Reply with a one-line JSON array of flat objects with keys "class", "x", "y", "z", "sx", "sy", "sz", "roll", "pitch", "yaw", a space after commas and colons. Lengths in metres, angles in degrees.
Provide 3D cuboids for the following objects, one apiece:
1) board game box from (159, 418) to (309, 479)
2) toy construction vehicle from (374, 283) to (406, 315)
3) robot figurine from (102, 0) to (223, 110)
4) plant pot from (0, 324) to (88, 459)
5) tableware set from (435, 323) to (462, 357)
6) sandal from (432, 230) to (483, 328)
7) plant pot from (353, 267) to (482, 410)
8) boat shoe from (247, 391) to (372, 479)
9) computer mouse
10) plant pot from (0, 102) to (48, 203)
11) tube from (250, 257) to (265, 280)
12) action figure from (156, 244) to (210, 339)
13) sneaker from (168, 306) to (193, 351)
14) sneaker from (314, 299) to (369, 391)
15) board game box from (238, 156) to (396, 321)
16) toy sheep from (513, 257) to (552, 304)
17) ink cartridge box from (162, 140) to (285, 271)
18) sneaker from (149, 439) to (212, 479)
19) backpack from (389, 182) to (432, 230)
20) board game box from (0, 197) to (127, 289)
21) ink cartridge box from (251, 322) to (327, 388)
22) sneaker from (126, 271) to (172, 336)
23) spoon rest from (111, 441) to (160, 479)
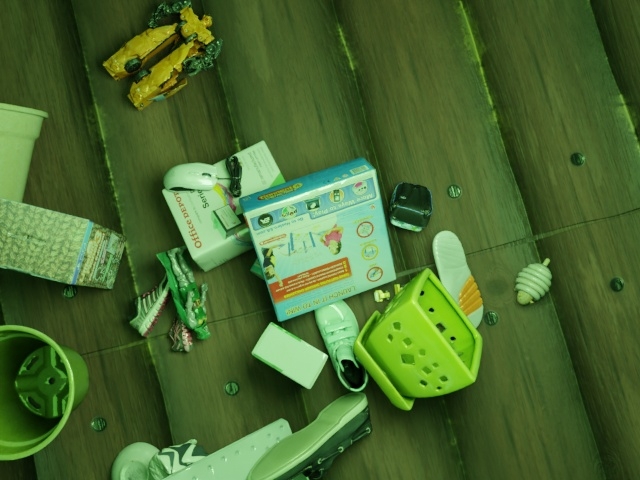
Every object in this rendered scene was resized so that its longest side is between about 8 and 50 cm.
[{"class": "board game box", "x": -0.163, "y": 0.648, "z": 1.431, "sx": 0.389, "sy": 0.050, "sz": 0.390, "roll": -16, "pitch": 82, "yaw": -43}, {"class": "toy construction vehicle", "x": 0.184, "y": 0.152, "z": 1.617, "sx": 0.098, "sy": 0.035, "sz": 0.086, "roll": -4, "pitch": 83, "yaw": -1}, {"class": "robot figurine", "x": -0.391, "y": -0.475, "z": 1.659, "sx": 0.291, "sy": 0.085, "sz": 0.211, "roll": -38, "pitch": 85, "yaw": -4}, {"class": "plant pot", "x": -0.652, "y": 0.330, "z": 1.475, "sx": 0.275, "sy": 0.254, "sz": 0.276, "roll": 0, "pitch": 83, "yaw": -1}, {"class": "tableware set", "x": 0.293, "y": 0.278, "z": 1.611, "sx": 0.168, "sy": 0.020, "sz": 0.141, "roll": 34, "pitch": 84, "yaw": 4}, {"class": "sandal", "x": 0.323, "y": 0.102, "z": 1.603, "sx": 0.101, "sy": 0.076, "sz": 0.266, "roll": -17, "pitch": 97, "yaw": -19}, {"class": "plant pot", "x": 0.215, "y": 0.232, "z": 1.484, "sx": 0.207, "sy": 0.227, "sz": 0.228, "roll": -38, "pitch": 91, "yaw": 23}, {"class": "boat shoe", "x": -0.009, "y": 0.487, "z": 1.504, "sx": 0.340, "sy": 0.127, "sz": 0.113, "roll": -32, "pitch": 105, "yaw": -35}, {"class": "computer mouse", "x": -0.278, "y": -0.148, "z": 1.525, "sx": 0.192, "sy": 0.042, "sz": 0.106, "roll": -2, "pitch": 71, "yaw": 5}, {"class": "plant pot", "x": -0.822, "y": -0.164, "z": 1.522, "sx": 0.333, "sy": 0.334, "sz": 0.306, "roll": 6, "pitch": 95, "yaw": 0}, {"class": "tube", "x": -0.099, "y": 0.001, "z": 1.627, "sx": 0.080, "sy": 0.052, "sz": 0.207, "roll": 32, "pitch": 78, "yaw": 1}, {"class": "action figure", "x": -0.315, "y": 0.129, "z": 1.579, "sx": 0.063, "sy": 0.137, "sz": 0.232, "roll": -17, "pitch": 93, "yaw": 20}, {"class": "sneaker", "x": -0.349, "y": 0.216, "z": 1.601, "sx": 0.057, "sy": 0.047, "sz": 0.120, "roll": -10, "pitch": 82, "yaw": 10}, {"class": "sneaker", "x": 0.056, "y": 0.236, "z": 1.547, "sx": 0.094, "sy": 0.151, "sz": 0.256, "roll": -22, "pitch": 83, "yaw": -2}, {"class": "board game box", "x": 0.000, "y": 0.000, "z": 1.515, "sx": 0.308, "sy": 0.086, "sz": 0.302, "roll": -19, "pitch": 121, "yaw": -8}, {"class": "toy sheep", "x": 0.523, "y": 0.099, "z": 1.602, "sx": 0.091, "sy": 0.091, "sz": 0.132, "roll": 29, "pitch": 84, "yaw": 3}, {"class": "ink cartridge box", "x": -0.212, "y": -0.081, "z": 1.583, "sx": 0.278, "sy": 0.117, "sz": 0.202, "roll": -27, "pitch": 72, "yaw": -4}, {"class": "sneaker", "x": -0.272, "y": 0.564, "z": 1.503, "sx": 0.235, "sy": 0.153, "sz": 0.094, "roll": 48, "pitch": 127, "yaw": 18}, {"class": "backpack", "x": 0.220, "y": -0.085, "z": 1.615, "sx": 0.104, "sy": 0.084, "sz": 0.114, "roll": 14, "pitch": 43, "yaw": -1}, {"class": "board game box", "x": -0.610, "y": 0.013, "z": 1.494, "sx": 0.231, "sy": 0.291, "sz": 0.141, "roll": 14, "pitch": 83, "yaw": 0}, {"class": "ink cartridge box", "x": -0.070, "y": 0.265, "z": 1.515, "sx": 0.153, "sy": 0.208, "sz": 0.087, "roll": 30, "pitch": 81, "yaw": 2}, {"class": "sneaker", "x": -0.416, "y": 0.145, "z": 1.596, "sx": 0.074, "sy": 0.063, "sz": 0.171, "roll": 27, "pitch": 84, "yaw": 3}, {"class": "spoon rest", "x": -0.386, "y": 0.602, "z": 1.545, "sx": 0.137, "sy": 0.084, "sz": 0.276, "roll": -45, "pitch": 72, "yaw": -7}]
